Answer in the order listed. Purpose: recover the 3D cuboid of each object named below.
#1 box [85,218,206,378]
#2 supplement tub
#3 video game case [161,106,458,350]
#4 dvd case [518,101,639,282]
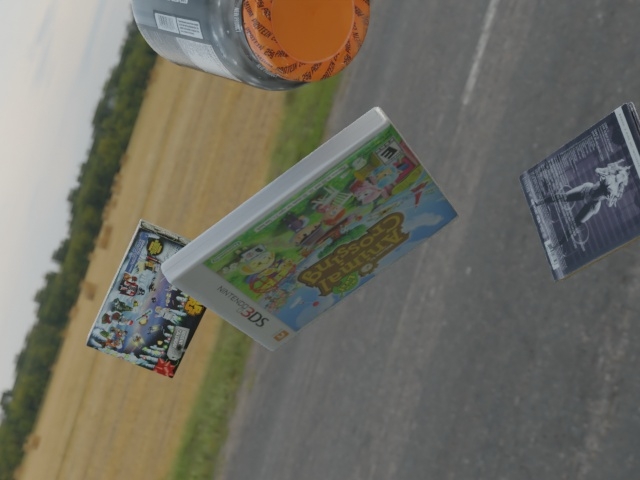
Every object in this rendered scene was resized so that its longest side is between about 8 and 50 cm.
[{"bbox_3d":[-0.160,0.058,1.095,0.137,0.094,0.027,-64,14,16],"label":"box"},{"bbox_3d":[-0.053,-0.174,0.819,0.190,0.117,0.117,25,97,54],"label":"supplement tub"},{"bbox_3d":[0.000,0.000,0.934,0.212,0.193,0.023,-36,59,6],"label":"video game case"},{"bbox_3d":[0.363,-0.060,1.492,0.221,0.018,0.165,-39,62,52],"label":"dvd case"}]
